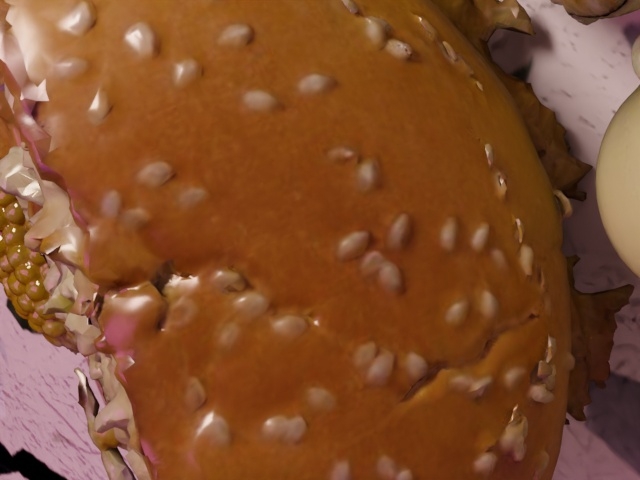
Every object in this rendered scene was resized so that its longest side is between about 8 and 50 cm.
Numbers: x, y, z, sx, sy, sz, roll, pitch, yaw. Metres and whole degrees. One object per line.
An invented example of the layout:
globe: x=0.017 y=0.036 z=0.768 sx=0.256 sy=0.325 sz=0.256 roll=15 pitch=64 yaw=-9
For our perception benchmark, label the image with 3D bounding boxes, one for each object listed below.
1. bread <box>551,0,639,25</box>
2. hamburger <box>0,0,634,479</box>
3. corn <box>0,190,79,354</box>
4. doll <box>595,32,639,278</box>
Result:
bread: x=0.083 y=-0.240 z=0.781 sx=0.286 sy=0.056 sz=0.207 roll=52 pitch=144 yaw=27
hamburger: x=0.000 y=0.000 z=0.850 sx=0.268 sy=0.287 sz=0.445 roll=-179 pitch=65 yaw=-80
corn: x=-0.224 y=-0.083 z=1.253 sx=0.130 sy=0.130 sz=0.347 roll=-16 pitch=99 yaw=57
doll: x=0.198 y=0.044 z=0.762 sx=0.141 sy=0.117 sz=0.296 roll=-30 pitch=70 yaw=63
